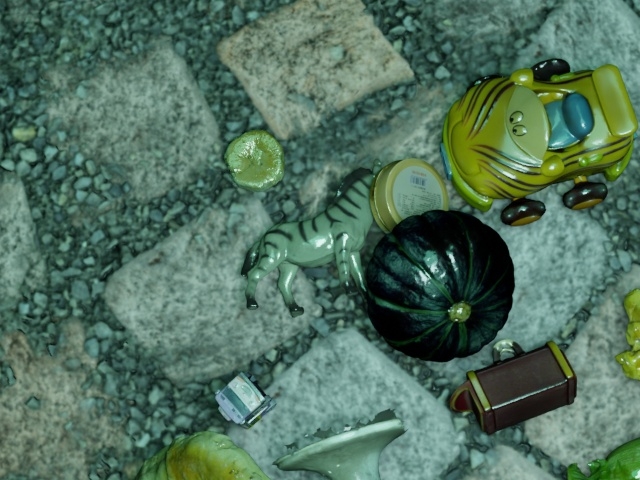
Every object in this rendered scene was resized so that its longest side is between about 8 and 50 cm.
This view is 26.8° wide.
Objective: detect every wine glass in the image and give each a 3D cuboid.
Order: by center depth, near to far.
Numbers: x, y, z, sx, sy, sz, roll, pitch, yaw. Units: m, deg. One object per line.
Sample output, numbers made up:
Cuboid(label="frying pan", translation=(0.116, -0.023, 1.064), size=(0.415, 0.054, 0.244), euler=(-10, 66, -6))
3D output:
Cuboid(label="wine glass", translation=(0.077, 0.386, 1.544), size=(0.190, 0.190, 0.357), euler=(-17, 77, -1))

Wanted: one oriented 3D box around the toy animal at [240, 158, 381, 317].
Cuboid(label="toy animal", translation=(0.000, -0.002, 1.706), size=(0.217, 0.073, 0.176), euler=(-12, 70, 5))

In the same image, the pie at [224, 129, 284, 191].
Cuboid(label="pie", translation=(-0.085, -0.104, 1.759), size=(0.084, 0.020, 0.084), euler=(-1, 78, 3))

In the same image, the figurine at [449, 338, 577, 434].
Cuboid(label="figurine", translation=(0.229, 0.171, 1.650), size=(0.154, 0.082, 0.098), euler=(-18, 62, -1))

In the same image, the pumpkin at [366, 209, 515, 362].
Cuboid(label="pumpkin", translation=(0.148, 0.055, 1.632), size=(0.194, 0.194, 0.150), euler=(-8, 46, 1))

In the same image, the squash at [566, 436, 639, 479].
Cuboid(label="squash", translation=(0.483, 0.272, 1.598), size=(0.378, 0.101, 0.101), euler=(-4, 76, 3))

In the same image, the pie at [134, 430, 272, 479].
Cuboid(label="pie", translation=(-0.118, 0.367, 1.557), size=(0.306, 0.071, 0.306), euler=(7, 101, 36))

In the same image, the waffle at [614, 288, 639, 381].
Cuboid(label="waffle", translation=(0.504, 0.118, 1.622), size=(0.291, 0.051, 0.291), euler=(-2, 58, 4))

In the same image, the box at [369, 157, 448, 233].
Cuboid(label="box", translation=(0.113, -0.051, 1.699), size=(0.105, 0.037, 0.105), euler=(8, 76, -33))

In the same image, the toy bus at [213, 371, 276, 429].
Cuboid(label="toy bus", translation=(-0.093, 0.197, 1.643), size=(0.058, 0.102, 0.052), euler=(-41, 78, -4))

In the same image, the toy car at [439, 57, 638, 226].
Cuboid(label="toy car", translation=(0.276, -0.137, 1.684), size=(0.248, 0.142, 0.200), euler=(-17, 75, -3))
